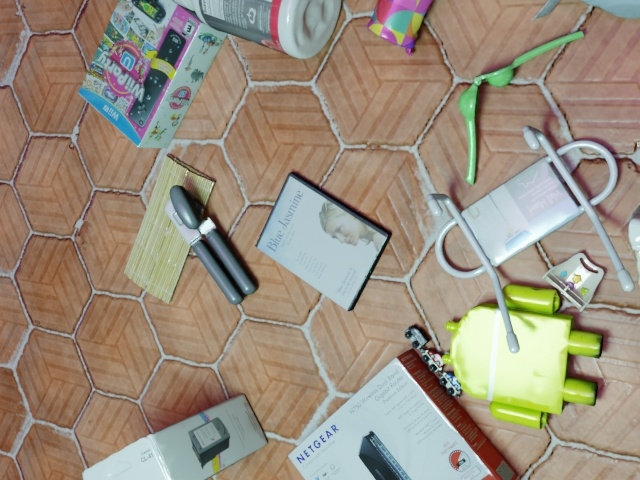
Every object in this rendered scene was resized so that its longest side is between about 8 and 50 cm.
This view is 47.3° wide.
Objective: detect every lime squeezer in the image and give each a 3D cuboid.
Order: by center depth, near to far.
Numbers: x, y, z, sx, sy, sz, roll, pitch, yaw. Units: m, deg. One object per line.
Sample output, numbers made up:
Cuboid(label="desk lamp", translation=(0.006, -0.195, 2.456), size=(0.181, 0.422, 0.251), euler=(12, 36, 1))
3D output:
Cuboid(label="lime squeezer", translation=(0.307, -0.250, 1.251), size=(0.110, 0.059, 0.310), euler=(42, 112, 19))

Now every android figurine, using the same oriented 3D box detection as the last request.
Cuboid(label="android figurine", translation=(0.344, 0.201, 1.275), size=(0.273, 0.056, 0.248), euler=(5, 98, 28))

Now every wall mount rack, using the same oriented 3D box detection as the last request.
Cuboid(label="wall mount rack", translation=(0.343, -0.004, 1.207), size=(0.350, 0.130, 0.304), euler=(-36, 75, 27))

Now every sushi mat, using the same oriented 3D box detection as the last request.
Cuboid(label="sushi mat", translation=(-0.345, -0.024, 1.651), size=(0.151, 0.019, 0.316), euler=(31, 109, 21))

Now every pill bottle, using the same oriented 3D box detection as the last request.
Cuboid(label="pill bottle", translation=(-0.135, -0.475, 1.401), size=(0.318, 0.176, 0.176), euler=(26, 107, 24))

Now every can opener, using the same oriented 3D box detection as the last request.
Cuboid(label="can opener", translation=(-0.241, 0.011, 1.550), size=(0.074, 0.093, 0.280), euler=(-37, 85, 10))

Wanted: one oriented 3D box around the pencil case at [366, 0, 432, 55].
Cuboid(label="pencil case", translation=(0.165, -0.455, 1.288), size=(0.104, 0.104, 0.236), euler=(32, 111, 23))

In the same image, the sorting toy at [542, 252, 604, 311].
Cuboid(label="sorting toy", translation=(0.430, 0.063, 1.224), size=(0.083, 0.045, 0.075), euler=(44, 106, 18))

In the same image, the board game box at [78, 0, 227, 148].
Cuboid(label="board game box", translation=(-0.369, -0.386, 1.587), size=(0.224, 0.097, 0.303), euler=(40, 113, 20))

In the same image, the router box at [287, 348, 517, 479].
Cuboid(label="router box", translation=(0.145, 0.428, 1.391), size=(0.301, 0.082, 0.335), euler=(50, 115, 16))

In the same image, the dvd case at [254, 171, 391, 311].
Cuboid(label="dvd case", translation=(0.000, 0.000, 1.463), size=(0.253, 0.022, 0.180), euler=(34, 110, 22))

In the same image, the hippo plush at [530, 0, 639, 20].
Cuboid(label="hippo plush", translation=(0.437, -0.484, 1.105), size=(0.294, 0.234, 0.236), euler=(174, 110, -70))

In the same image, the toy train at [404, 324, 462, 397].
Cuboid(label="toy train", translation=(0.216, 0.224, 1.366), size=(0.036, 0.027, 0.158), euler=(-41, 75, 15))

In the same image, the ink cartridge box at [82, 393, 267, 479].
Cuboid(label="ink cartridge box", translation=(-0.292, 0.449, 1.505), size=(0.226, 0.306, 0.131), euler=(-34, 79, 28))

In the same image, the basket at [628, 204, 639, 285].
Cuboid(label="basket", translation=(0.607, 0.064, 0.969), size=(0.331, 0.328, 0.266), euler=(-6, 96, 29))
